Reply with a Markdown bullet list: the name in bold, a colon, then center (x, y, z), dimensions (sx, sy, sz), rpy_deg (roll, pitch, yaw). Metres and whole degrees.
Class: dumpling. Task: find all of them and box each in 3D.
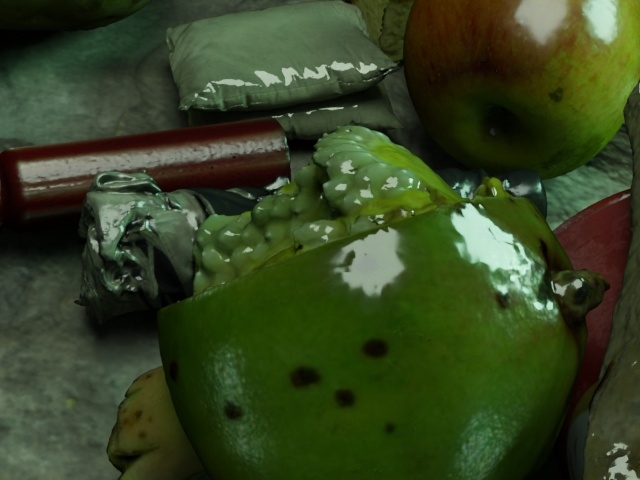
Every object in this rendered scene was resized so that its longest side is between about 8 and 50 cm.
- **dumpling**: center (0.237, 0.014, 0.910), dimensions (0.166, 0.086, 0.332), rpy_deg (-3, 56, 22)

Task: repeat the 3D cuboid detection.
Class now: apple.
- **apple**: center (0.158, -0.140, 1.254), dimensions (0.195, 0.196, 0.196), rpy_deg (4, 46, -4)

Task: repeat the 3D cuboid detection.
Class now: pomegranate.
- **pomegranate**: center (0.005, 0.081, 0.965), dimensions (0.260, 0.340, 0.260), rpy_deg (41, 30, -30)

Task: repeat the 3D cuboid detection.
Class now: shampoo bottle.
- **shampoo bottle**: center (-0.158, -0.044, 1.184), dimensions (0.260, 0.102, 0.064), rpy_deg (-8, 92, -15)

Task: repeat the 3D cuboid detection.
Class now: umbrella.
- **umbrella**: center (0.002, -0.002, 1.151), dimensions (0.357, 0.113, 0.106), rpy_deg (-6, 50, -17)

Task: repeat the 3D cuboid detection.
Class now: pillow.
- **pillow**: center (-0.036, -0.136, 1.299), dimensions (0.181, 0.078, 0.134), rpy_deg (-9, 46, -12)

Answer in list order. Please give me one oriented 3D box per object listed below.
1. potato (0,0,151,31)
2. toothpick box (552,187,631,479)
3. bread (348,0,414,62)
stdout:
- **potato**: center (-0.262, -0.316, 1.346), dimensions (0.269, 0.219, 0.359), rpy_deg (-4, 40, -24)
- **toothpick box**: center (0.255, 0.146, 0.984), dimensions (0.204, 0.204, 0.333), rpy_deg (-5, 49, -12)
- **bread**: center (0.155, -0.270, 1.389), dimensions (0.264, 0.168, 0.163), rpy_deg (-6, 49, -15)
